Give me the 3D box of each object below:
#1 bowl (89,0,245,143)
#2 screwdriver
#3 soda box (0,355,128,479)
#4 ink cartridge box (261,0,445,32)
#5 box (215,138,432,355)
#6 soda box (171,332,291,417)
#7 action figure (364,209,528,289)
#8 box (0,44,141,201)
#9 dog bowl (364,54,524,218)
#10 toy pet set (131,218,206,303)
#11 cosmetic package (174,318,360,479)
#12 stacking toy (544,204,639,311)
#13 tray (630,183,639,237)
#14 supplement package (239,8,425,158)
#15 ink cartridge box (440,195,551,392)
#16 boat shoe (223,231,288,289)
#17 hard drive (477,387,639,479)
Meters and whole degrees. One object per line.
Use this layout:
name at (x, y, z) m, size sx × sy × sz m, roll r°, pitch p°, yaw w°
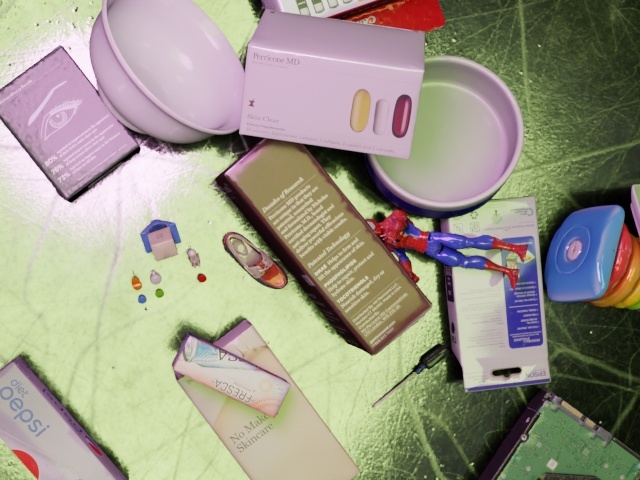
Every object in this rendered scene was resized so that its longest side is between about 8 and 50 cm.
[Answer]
bowl at (-0.262, -0.264, 1.710) m, size 0.134 × 0.298 × 0.298 m, roll -33°, pitch 98°, yaw 31°
screwdriver at (0.160, 0.244, 1.882) m, size 0.170 × 0.024 × 0.025 m, roll -43°, pitch 69°, yaw -5°
soda box at (-0.439, 0.329, 1.742) m, size 0.098 × 0.091 × 0.286 m, roll -40°, pitch 97°, yaw -7°
ink cartridge box at (0.054, -0.454, 1.803) m, size 0.309 × 0.130 × 0.272 m, roll -22°, pitch 95°, yaw -9°
box at (0.000, 0.000, 1.766) m, size 0.143 × 0.191 × 0.381 m, roll -38°, pitch 96°, yaw -8°
soda box at (-0.142, 0.214, 1.697) m, size 0.183 × 0.058 × 0.063 m, roll 27°, pitch 86°, yaw -10°
action figure at (0.194, 0.026, 1.776) m, size 0.280 × 0.139 × 0.091 m, roll 16°, pitch 123°, yaw 8°
box at (-0.413, -0.186, 1.733) m, size 0.153 × 0.108 × 0.207 m, roll -37°, pitch 96°, yaw -7°
dog bowl at (0.204, -0.173, 1.812) m, size 0.265 × 0.104 × 0.265 m, roll 0°, pitch 79°, yaw 0°
toy pet set at (-0.267, 0.028, 1.798) m, size 0.122 × 0.065 × 0.114 m, roll -18°, pitch 128°, yaw -6°
cosmetic package at (-0.091, 0.304, 1.793) m, size 0.160 × 0.113 × 0.309 m, roll -38°, pitch 97°, yaw -7°
stacking toy at (0.565, 0.066, 1.900) m, size 0.302 × 0.166 × 0.175 m, roll 21°, pitch 77°, yaw -21°
tray at (0.619, -0.028, 1.881) m, size 0.270 × 0.030 × 0.145 m, roll -4°, pitch 76°, yaw -47°
supplement package at (0.023, -0.246, 1.648) m, size 0.262 × 0.204 × 0.145 m, roll 8°, pitch 118°, yaw 2°
ink cartridge box at (0.307, 0.092, 1.885) m, size 0.165 × 0.065 × 0.333 m, roll -4°, pitch 90°, yaw -9°
boat shoe at (-0.109, 0.035, 1.822) m, size 0.137 × 0.043 × 0.049 m, roll 42°, pitch 82°, yaw -9°
hard drive at (0.396, 0.466, 1.904) m, size 0.237 × 0.064 × 0.339 m, roll 35°, pitch 85°, yaw -9°
